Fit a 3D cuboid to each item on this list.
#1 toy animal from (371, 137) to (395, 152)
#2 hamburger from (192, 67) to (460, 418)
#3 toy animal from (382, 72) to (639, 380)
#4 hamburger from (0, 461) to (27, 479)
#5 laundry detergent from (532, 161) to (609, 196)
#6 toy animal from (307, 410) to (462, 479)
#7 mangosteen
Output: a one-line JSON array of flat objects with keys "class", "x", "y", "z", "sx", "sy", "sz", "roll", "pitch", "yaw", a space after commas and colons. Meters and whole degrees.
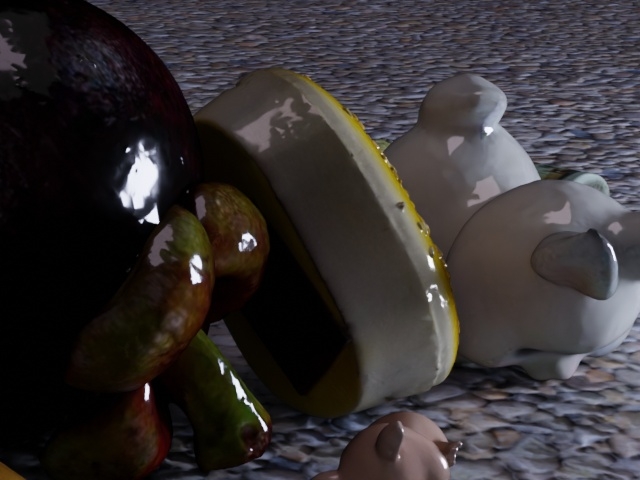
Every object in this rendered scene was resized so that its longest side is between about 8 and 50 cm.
[{"class": "toy animal", "x": 0.076, "y": -0.066, "z": 2.177, "sx": 0.137, "sy": 0.098, "sz": 0.098, "roll": 14, "pitch": 12, "yaw": -17}, {"class": "hamburger", "x": 0.000, "y": 0.000, "z": 1.582, "sx": 0.151, "sy": 0.295, "sz": 0.227, "roll": -25, "pitch": -1, "yaw": -29}, {"class": "toy animal", "x": 0.184, "y": -0.005, "z": 1.681, "sx": 0.196, "sy": 0.241, "sz": 0.367, "roll": -10, "pitch": 19, "yaw": -29}, {"class": "hamburger", "x": -0.264, "y": 0.190, "z": 1.137, "sx": 0.156, "sy": 0.144, "sz": 0.283, "roll": 14, "pitch": 18, "yaw": 38}, {"class": "laundry detergent", "x": 0.206, "y": -0.059, "z": 2.194, "sx": 0.226, "sy": 0.070, "sz": 0.099, "roll": 14, "pitch": 28, "yaw": 40}, {"class": "toy animal", "x": 0.050, "y": 0.161, "z": 1.383, "sx": 0.089, "sy": 0.083, "sz": 0.150, "roll": 27, "pitch": 4, "yaw": 12}, {"class": "mangosteen", "x": -0.229, "y": 0.014, "z": 1.452, "sx": 0.435, "sy": 0.382, "sz": 0.382, "roll": 46, "pitch": 36, "yaw": 20}]
